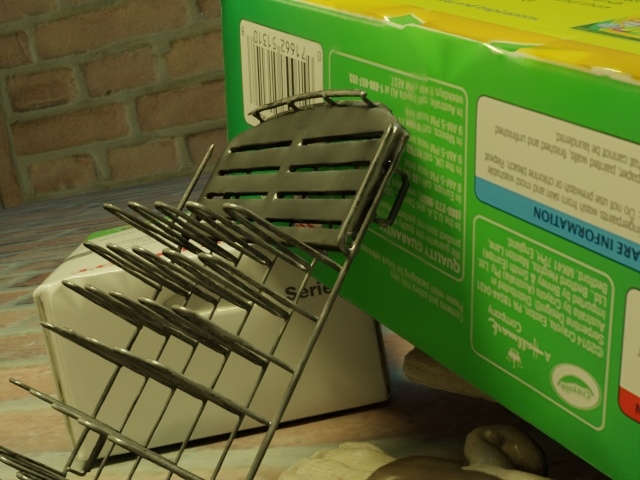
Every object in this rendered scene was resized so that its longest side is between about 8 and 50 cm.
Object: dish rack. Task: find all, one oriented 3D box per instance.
[{"bbox_3d":[-0.072,0.044,0.497,0.074,0.271,0.208,33,-14,-27],"label":"dish rack"}]

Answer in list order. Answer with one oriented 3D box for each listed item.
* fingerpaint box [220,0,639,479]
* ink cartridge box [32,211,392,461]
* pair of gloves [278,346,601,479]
[{"bbox_3d":[0.209,-0.045,0.550,0.371,0.163,0.445,-13,23,-27],"label":"fingerpaint box"},{"bbox_3d":[-0.076,0.046,0.822,0.211,0.122,0.289,-11,8,-3],"label":"ink cartridge box"},{"bbox_3d":[0.105,0.097,0.501,0.204,0.042,0.240,1,20,31],"label":"pair of gloves"}]
